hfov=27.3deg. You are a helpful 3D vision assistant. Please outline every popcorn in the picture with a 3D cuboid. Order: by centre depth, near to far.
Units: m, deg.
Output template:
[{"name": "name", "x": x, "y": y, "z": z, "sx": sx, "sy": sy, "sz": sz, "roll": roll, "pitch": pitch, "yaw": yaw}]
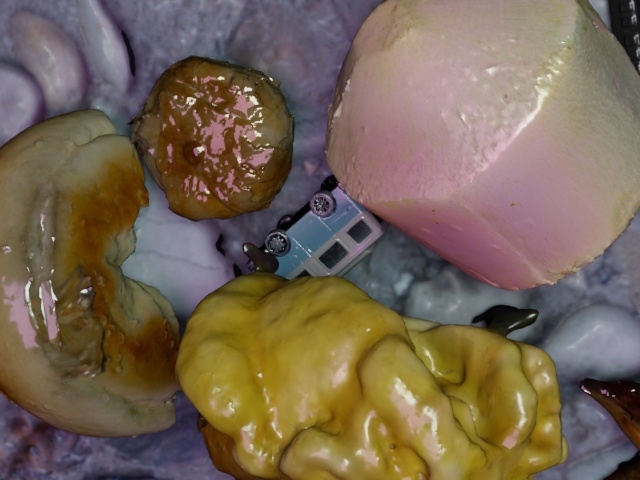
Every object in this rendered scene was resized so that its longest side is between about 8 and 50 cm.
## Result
[{"name": "popcorn", "x": 0.046, "y": 0.155, "z": 1.088, "sx": 0.315, "sy": 0.297, "sz": 0.281, "roll": 3, "pitch": 75, "yaw": 19}]

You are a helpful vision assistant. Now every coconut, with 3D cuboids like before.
[{"name": "coconut", "x": 0.124, "y": -0.102, "z": 1.002, "sx": 0.233, "sy": 0.233, "sz": 0.245, "roll": -32, "pitch": 132, "yaw": 23}]

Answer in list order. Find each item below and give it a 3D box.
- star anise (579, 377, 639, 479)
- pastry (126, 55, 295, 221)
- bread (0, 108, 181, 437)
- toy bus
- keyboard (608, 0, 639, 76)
[{"name": "star anise", "x": 0.349, "y": 0.182, "z": 1.121, "sx": 0.272, "sy": 0.102, "sz": 0.272, "roll": 23, "pitch": 130, "yaw": 31}, {"name": "pastry", "x": -0.093, "y": -0.090, "z": 1.168, "sx": 0.153, "sy": 0.081, "sz": 0.153, "roll": 2, "pitch": 101, "yaw": 11}, {"name": "bread", "x": -0.243, "y": 0.057, "z": 1.193, "sx": 0.171, "sy": 0.192, "sz": 0.314, "roll": -6, "pitch": 108, "yaw": 31}, {"name": "toy bus", "x": 0.000, "y": 0.000, "z": 1.181, "sx": 0.123, "sy": 0.060, "sz": 0.075, "roll": -41, "pitch": 96, "yaw": 21}, {"name": "keyboard", "x": 0.279, "y": -0.175, "z": 1.049, "sx": 0.103, "sy": 0.041, "sz": 0.381, "roll": -3, "pitch": 110, "yaw": 36}]
